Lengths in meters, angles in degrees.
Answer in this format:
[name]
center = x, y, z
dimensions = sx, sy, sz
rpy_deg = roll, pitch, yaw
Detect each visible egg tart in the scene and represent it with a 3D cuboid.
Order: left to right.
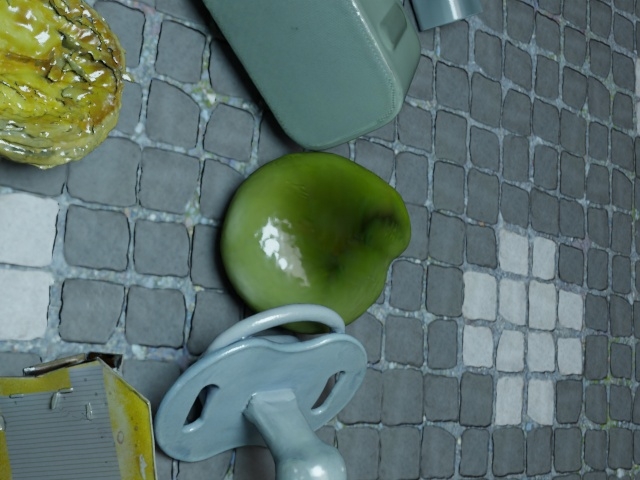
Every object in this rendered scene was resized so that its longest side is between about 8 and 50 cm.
[egg tart]
center = -0.323, -0.182, 0.877
dimensions = 0.252, 0.098, 0.231
rpy_deg = 2, 78, -43

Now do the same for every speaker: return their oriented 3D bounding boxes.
[speaker]
center = -0.029, -0.335, 1.056
dimensions = 0.406, 0.183, 0.184
rpy_deg = 58, 32, -20

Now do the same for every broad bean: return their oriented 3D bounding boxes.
[broad bean]
center = 0.001, 0.000, 1.102
dimensions = 0.291, 0.119, 0.237
rpy_deg = -16, 97, -38

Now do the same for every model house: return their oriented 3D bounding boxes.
[model house]
center = -0.235, 0.221, 0.885
dimensions = 0.136, 0.208, 0.219
rpy_deg = -23, 102, -76

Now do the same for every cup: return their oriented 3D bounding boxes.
[cup]
center = 0.198, -0.407, 1.320
dimensions = 0.128, 0.095, 0.129
rpy_deg = -27, 106, -40

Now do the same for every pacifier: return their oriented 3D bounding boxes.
[pacifier]
center = -0.037, 0.206, 0.981
dimensions = 0.287, 0.238, 0.225
rpy_deg = 3, 40, -42
